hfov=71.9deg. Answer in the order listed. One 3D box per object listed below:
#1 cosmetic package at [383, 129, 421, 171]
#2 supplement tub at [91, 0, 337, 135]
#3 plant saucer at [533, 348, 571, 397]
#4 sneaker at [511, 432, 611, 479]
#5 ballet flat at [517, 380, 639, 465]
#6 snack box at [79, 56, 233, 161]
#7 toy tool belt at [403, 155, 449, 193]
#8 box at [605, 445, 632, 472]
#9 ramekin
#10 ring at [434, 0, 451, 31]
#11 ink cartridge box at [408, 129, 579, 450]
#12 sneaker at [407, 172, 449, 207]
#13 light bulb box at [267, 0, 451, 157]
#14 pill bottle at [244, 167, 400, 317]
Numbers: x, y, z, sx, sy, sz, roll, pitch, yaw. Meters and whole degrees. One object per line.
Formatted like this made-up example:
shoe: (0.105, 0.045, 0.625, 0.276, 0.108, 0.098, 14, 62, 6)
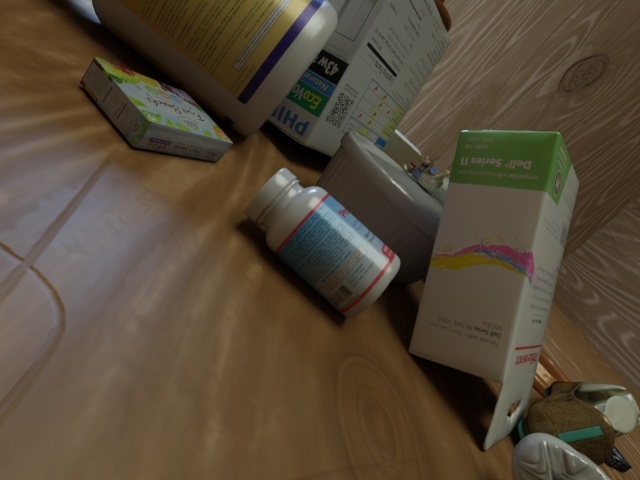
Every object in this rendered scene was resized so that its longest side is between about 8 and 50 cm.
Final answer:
cosmetic package: (0.113, -0.289, 1.230, 0.309, 0.160, 0.113, 39, 19, -8)
supplement tub: (-0.167, -0.346, 0.648, 0.331, 0.241, 0.241, 38, 19, -17)
plant saucer: (0.452, 0.261, 0.905, 0.200, 0.037, 0.200, 37, 20, -16)
sneaker: (0.262, 0.273, 0.438, 0.232, 0.090, 0.115, 51, 11, -5)
ballet flat: (0.385, 0.253, 0.633, 0.342, 0.124, 0.116, 20, 47, -52)
snack box: (-0.177, -0.140, 0.497, 0.100, 0.037, 0.141, 49, 19, 12)
toy tool belt: (0.196, -0.129, 0.811, 0.052, 0.051, 0.083, 23, 26, -47)
box: (0.527, 0.384, 0.814, 0.083, 0.018, 0.067, 32, 21, -30)
ramekin: (0.107, -0.047, 0.732, 0.273, 0.127, 0.273, 38, 20, -16)
ring: (0.151, -0.567, 0.985, 0.336, 0.032, 0.336, 29, 15, -9)
ink cartridge box: (0.227, 0.060, 0.578, 0.119, 0.353, 0.207, 12, -3, 37)
sneaker: (0.158, -0.098, 0.926, 0.129, 0.111, 0.297, 8, 7, -38)
light bulb box: (0.057, -0.374, 0.940, 0.225, 0.361, 0.358, 38, 15, 22)
pill bottle: (0.000, 0.000, 0.471, 0.160, 0.087, 0.087, 42, 18, -3)
